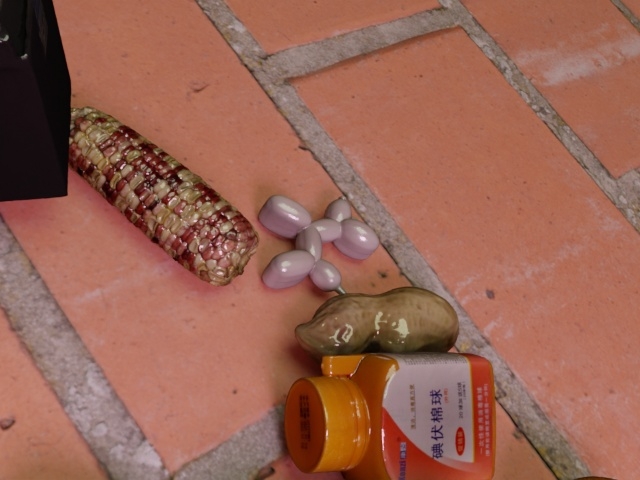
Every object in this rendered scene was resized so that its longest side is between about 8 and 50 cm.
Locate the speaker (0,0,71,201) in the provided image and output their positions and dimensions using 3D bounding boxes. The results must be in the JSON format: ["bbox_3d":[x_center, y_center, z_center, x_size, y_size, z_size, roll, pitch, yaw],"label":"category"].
[{"bbox_3d":[-0.388,-0.175,0.908,0.232,0.254,0.184,-5,58,-8],"label":"speaker"}]

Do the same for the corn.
[{"bbox_3d":[-0.201,-0.057,1.073,0.289,0.098,0.098,38,47,5],"label":"corn"}]

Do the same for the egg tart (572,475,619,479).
[{"bbox_3d":[0.292,0.366,0.990,0.215,0.171,0.215,11,40,-10],"label":"egg tart"}]

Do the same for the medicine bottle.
[{"bbox_3d":[0.080,0.201,1.002,0.222,0.112,0.150,3,84,-28],"label":"medicine bottle"}]

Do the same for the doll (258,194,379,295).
[{"bbox_3d":[0.000,0.000,1.165,0.160,0.059,0.161,12,52,-22],"label":"doll"}]

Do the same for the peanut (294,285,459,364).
[{"bbox_3d":[0.070,0.107,1.105,0.227,0.086,0.104,-1,32,-27],"label":"peanut"}]
